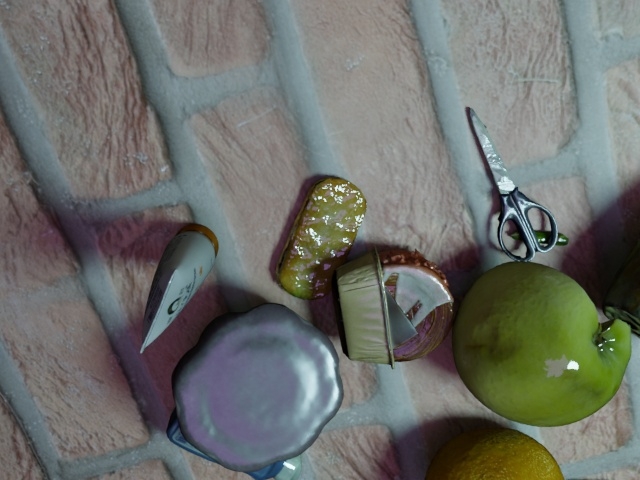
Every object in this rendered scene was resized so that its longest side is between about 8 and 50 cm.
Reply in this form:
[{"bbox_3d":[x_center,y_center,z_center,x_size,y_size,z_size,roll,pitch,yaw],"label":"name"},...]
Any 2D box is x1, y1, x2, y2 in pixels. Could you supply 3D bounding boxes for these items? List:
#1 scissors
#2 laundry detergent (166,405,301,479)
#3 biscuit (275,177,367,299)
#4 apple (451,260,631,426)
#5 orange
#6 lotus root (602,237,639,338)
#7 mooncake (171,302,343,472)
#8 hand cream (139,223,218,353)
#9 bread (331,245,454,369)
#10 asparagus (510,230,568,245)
[{"bbox_3d":[0.330,-0.100,1.160,0.109,0.022,0.300,-28,101,5],"label":"scissors"},{"bbox_3d":[-0.158,0.397,1.307,0.289,0.094,0.143,33,96,-14],"label":"laundry detergent"},{"bbox_3d":[0.000,0.000,1.200,0.118,0.029,0.247,20,108,-14],"label":"biscuit"},{"bbox_3d":[0.377,0.199,1.135,0.295,0.257,0.233,44,61,-19],"label":"apple"},{"bbox_3d":[0.337,0.494,1.251,0.274,0.274,0.274,0,109,0],"label":"orange"},{"bbox_3d":[0.668,0.044,1.108,0.250,0.250,0.346,38,97,-12],"label":"lotus root"},{"bbox_3d":[-0.118,0.259,1.183,0.306,0.154,0.306,0,89,-15],"label":"mooncake"},{"bbox_3d":[-0.234,0.052,1.067,0.089,0.314,0.140,24,110,-5],"label":"hand cream"},{"bbox_3d":[0.134,0.124,1.183,0.211,0.142,0.224,-8,109,5],"label":"bread"},{"bbox_3d":[0.404,-0.006,1.202,0.108,0.021,0.025,6,102,-2],"label":"asparagus"}]
